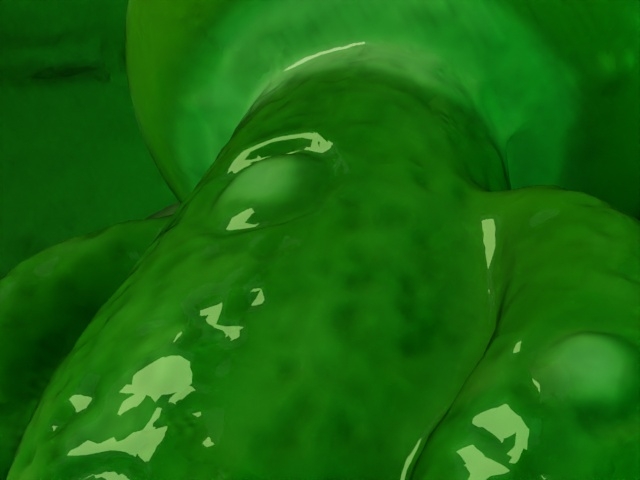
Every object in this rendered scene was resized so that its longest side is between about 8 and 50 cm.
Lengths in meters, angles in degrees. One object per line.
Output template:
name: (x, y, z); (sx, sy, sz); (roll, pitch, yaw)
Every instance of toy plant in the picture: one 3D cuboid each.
toy plant: (0.000, 0.000, 0.504); (0.224, 0.184, 0.316); (-7, 32, 19)

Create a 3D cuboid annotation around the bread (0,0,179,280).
bread: (-0.300, -0.043, 0.936); (0.390, 0.279, 0.371); (-14, -2, 43)

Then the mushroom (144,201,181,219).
mushroom: (-0.129, 0.073, 0.768); (0.351, 0.097, 0.109); (-36, 13, -5)
